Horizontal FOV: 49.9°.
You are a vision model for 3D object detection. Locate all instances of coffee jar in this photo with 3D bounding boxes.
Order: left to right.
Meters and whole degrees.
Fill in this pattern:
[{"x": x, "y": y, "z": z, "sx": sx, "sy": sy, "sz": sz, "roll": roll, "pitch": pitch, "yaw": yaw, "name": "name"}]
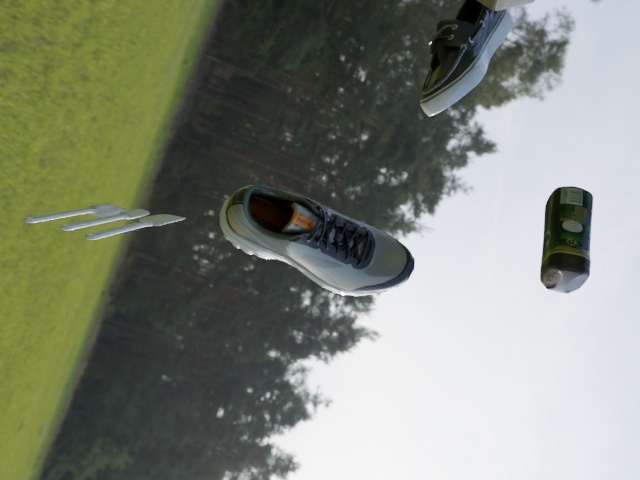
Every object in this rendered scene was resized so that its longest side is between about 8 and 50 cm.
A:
[{"x": 0.445, "y": 0.000, "z": 1.243, "sx": 0.096, "sy": 0.079, "sz": 0.184, "roll": 91, "pitch": 12, "yaw": -60, "name": "coffee jar"}]

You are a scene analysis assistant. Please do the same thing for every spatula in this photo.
[{"x": -0.363, "y": -0.034, "z": 1.157, "sx": 0.242, "sy": 0.168, "sz": 0.019, "roll": -25, "pitch": 127, "yaw": -66, "name": "spatula"}]

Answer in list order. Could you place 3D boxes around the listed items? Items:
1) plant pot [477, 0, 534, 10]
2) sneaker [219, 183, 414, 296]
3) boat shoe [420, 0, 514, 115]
[{"x": 0.225, "y": -0.344, "z": 0.836, "sx": 0.109, "sy": 0.109, "sz": 0.096, "roll": 50, "pitch": -33, "yaw": 33, "name": "plant pot"}, {"x": 0.000, "y": 0.000, "z": 0.910, "sx": 0.108, "sy": 0.272, "sz": 0.100, "roll": 134, "pitch": -26, "yaw": -70, "name": "sneaker"}, {"x": 0.171, "y": -0.242, "z": 0.847, "sx": 0.080, "sy": 0.076, "sz": 0.228, "roll": -19, "pitch": -152, "yaw": 53, "name": "boat shoe"}]
